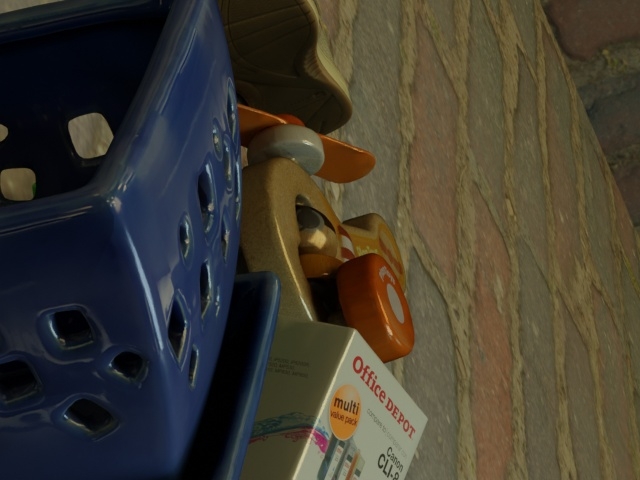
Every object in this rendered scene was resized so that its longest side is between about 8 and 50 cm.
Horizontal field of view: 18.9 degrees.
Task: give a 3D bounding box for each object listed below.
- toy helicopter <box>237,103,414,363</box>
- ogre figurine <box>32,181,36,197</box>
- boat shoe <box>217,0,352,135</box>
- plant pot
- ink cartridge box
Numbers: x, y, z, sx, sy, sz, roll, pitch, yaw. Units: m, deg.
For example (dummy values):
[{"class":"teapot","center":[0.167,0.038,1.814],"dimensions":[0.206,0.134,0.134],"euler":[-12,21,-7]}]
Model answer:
[{"class":"toy helicopter","center":[0.000,0.000,1.577],"dimensions":[0.355,0.140,0.235],"euler":[3,67,-74]},{"class":"ogre figurine","center":[-0.135,0.020,1.205],"dimensions":[0.197,0.097,0.118],"euler":[-35,126,-57]},{"class":"boat shoe","center":[-0.049,-0.187,1.649],"dimensions":[0.302,0.109,0.098],"euler":[52,21,-63]},{"class":"plant pot","center":[-0.148,0.030,0.923],"dimensions":[0.236,0.236,0.212],"euler":[-80,155,-57]},{"class":"ink cartridge box","center":[-0.035,0.149,1.219],"dimensions":[0.128,0.127,0.176],"euler":[52,53,-48]}]
